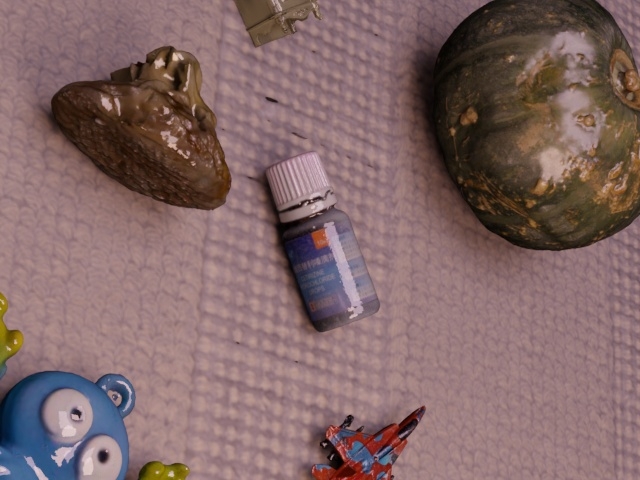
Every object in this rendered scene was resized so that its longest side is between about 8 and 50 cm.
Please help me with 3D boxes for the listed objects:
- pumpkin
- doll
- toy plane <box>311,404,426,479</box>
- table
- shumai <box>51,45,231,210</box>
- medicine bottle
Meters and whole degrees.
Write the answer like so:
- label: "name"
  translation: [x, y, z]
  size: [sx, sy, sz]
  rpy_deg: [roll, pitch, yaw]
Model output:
- label: "pumpkin"
  translation: [0.288, -0.149, 2.088]
  size: [0.291, 0.257, 0.328]
  rpy_deg: [16, 57, -52]
- label: "doll"
  translation: [-0.291, 0.216, 1.526]
  size: [0.346, 0.098, 0.341]
  rpy_deg: [56, 45, -9]
- label: "toy plane"
  translation: [0.063, 0.246, 1.878]
  size: [0.130, 0.061, 0.189]
  rpy_deg: [59, 42, -9]
- label: "table"
  translation: [-0.053, -0.287, 1.953]
  size: [0.079, 0.062, 0.083]
  rpy_deg: [-28, 95, -44]
- label: "shumai"
  translation: [-0.172, -0.132, 1.722]
  size: [0.209, 0.161, 0.153]
  rpy_deg: [30, 58, -11]
- label: "medicine bottle"
  translation: [0.000, 0.000, 1.887]
  size: [0.083, 0.083, 0.203]
  rpy_deg: [-17, 87, -45]
